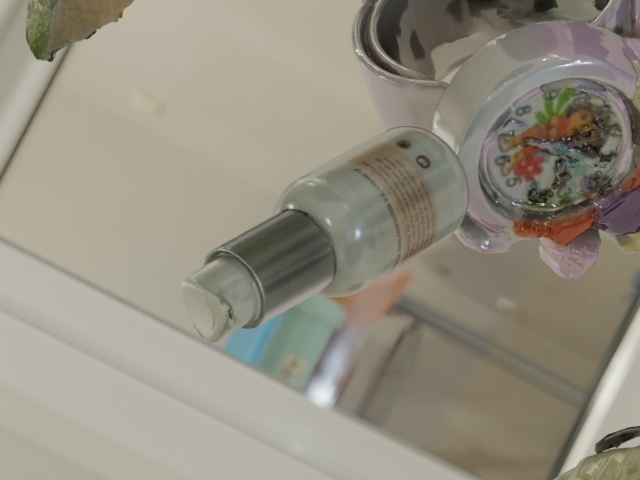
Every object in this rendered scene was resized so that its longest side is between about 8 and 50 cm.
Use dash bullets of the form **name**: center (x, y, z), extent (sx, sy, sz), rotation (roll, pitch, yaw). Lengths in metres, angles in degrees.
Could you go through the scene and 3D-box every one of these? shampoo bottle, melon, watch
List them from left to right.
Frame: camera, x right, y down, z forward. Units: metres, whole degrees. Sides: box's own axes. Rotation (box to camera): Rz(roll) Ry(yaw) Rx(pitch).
- **melon**: center (-0.160, -0.219, 1.378), extent (0.182, 0.098, 0.054), rotation (-35, 35, -11)
- **shampoo bottle**: center (0.000, 0.000, 0.999), extent (0.192, 0.074, 0.074), rotation (-31, -13, -36)
- **watch**: center (0.159, -0.109, 1.229), extent (0.244, 0.196, 0.231), rotation (-23, 37, -3)

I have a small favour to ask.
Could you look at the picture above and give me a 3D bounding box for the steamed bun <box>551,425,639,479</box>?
- **steamed bun**: center (0.141, 0.232, 0.727), extent (0.347, 0.237, 0.394), rotation (-31, 8, -12)
